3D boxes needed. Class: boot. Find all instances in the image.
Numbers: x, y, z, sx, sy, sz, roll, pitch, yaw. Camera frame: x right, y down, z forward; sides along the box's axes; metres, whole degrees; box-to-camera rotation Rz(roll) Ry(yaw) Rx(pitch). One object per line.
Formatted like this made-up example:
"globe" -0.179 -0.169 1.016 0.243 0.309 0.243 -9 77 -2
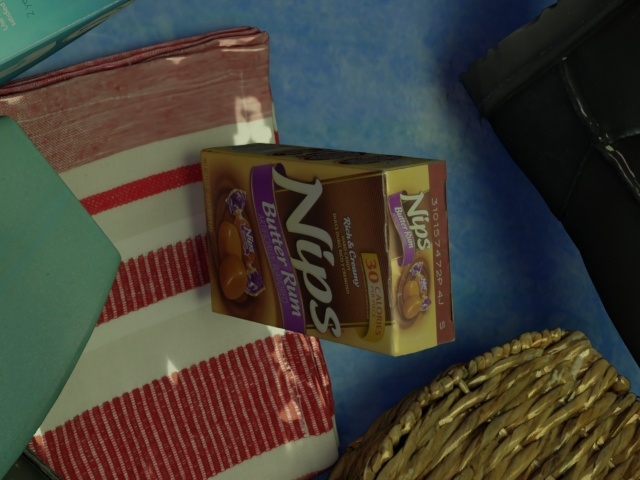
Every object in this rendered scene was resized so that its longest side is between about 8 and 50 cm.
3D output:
"boot" 0.346 -0.019 1.046 0.146 0.367 0.445 -20 77 -49

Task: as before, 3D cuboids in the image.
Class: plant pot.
"plant pot" -0.230 0.051 0.796 0.234 0.165 0.166 -48 116 -28

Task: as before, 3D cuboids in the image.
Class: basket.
"basket" 0.100 0.225 1.142 0.213 0.223 0.299 48 60 4

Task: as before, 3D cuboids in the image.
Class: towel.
"towel" -0.104 0.041 0.990 0.237 0.037 0.329 -21 108 -36

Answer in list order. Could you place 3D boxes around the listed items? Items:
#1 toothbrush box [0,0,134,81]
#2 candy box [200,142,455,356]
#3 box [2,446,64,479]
"toothbrush box" -0.255 -0.091 0.721 0.295 0.216 0.126 -35 101 -31
"candy box" 0.000 0.000 0.925 0.053 0.186 0.109 -12 103 -38
"box" -0.191 0.232 0.880 0.184 0.045 0.191 44 68 -3
